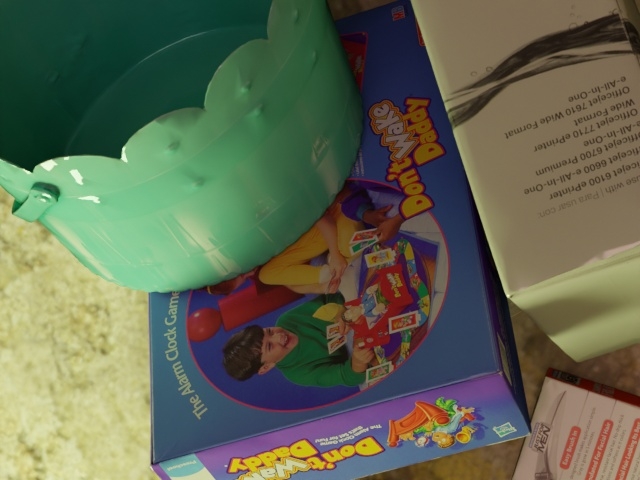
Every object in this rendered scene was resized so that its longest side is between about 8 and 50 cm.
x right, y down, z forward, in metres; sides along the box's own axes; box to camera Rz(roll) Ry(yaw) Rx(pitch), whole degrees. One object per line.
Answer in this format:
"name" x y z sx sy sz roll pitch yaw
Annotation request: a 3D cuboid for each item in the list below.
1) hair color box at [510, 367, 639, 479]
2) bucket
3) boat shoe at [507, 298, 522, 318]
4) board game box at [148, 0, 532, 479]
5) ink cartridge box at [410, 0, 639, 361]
"hair color box" 0.234 0.165 1.250 0.167 0.053 0.093 18 98 9
"bucket" -0.112 -0.112 1.131 0.281 0.183 0.281 -11 52 15
"boat shoe" 0.168 0.003 1.248 0.184 0.063 0.066 -33 86 11
"board game box" 0.000 0.000 1.173 0.233 0.078 0.347 -16 49 13
"ink cartridge box" 0.161 -0.096 1.121 0.129 0.223 0.307 -21 70 14
